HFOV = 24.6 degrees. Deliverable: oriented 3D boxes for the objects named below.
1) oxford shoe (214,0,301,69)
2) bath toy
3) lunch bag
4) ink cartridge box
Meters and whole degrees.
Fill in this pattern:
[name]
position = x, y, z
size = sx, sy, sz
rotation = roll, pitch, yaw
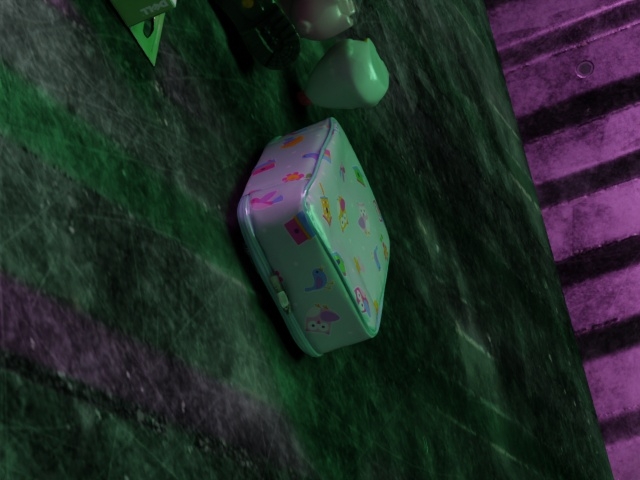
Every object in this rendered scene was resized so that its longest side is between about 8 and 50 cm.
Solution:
[oxford shoe]
position = -0.103, -0.323, 1.847
size = 0.096, 0.083, 0.227
rotation = -115, -179, -73
[bath toy]
position = -0.029, -0.322, 1.958
size = 0.348, 0.129, 0.151
rotation = 62, 19, -22
[lunch bag]
position = 0.000, 0.000, 1.734
size = 0.279, 0.108, 0.224
rotation = -72, 143, -61
[ink cartridge box]
position = -0.196, -0.300, 1.539
size = 0.109, 0.062, 0.209
rotation = -90, 154, -48
